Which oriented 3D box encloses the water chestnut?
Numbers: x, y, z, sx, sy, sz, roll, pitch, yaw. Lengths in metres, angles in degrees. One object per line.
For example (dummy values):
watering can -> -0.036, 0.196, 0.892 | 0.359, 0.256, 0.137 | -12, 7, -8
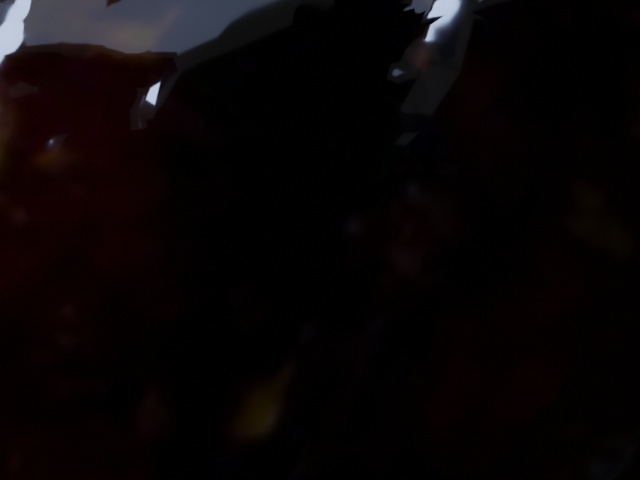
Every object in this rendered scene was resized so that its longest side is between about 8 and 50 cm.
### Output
water chestnut -> 0.000, 0.000, 0.450 | 0.289, 0.244, 0.289 | -7, 29, 4
